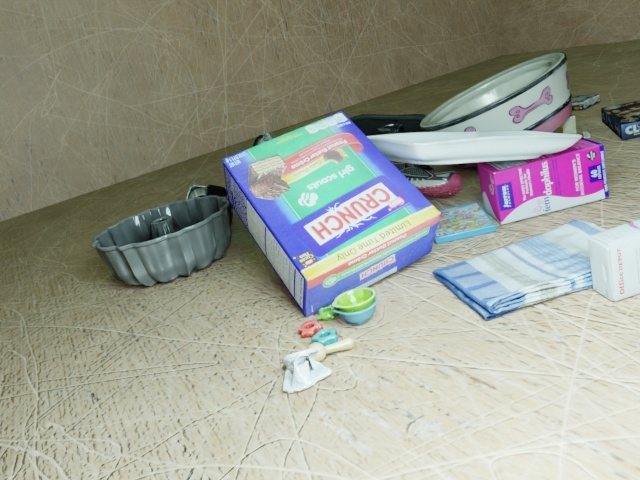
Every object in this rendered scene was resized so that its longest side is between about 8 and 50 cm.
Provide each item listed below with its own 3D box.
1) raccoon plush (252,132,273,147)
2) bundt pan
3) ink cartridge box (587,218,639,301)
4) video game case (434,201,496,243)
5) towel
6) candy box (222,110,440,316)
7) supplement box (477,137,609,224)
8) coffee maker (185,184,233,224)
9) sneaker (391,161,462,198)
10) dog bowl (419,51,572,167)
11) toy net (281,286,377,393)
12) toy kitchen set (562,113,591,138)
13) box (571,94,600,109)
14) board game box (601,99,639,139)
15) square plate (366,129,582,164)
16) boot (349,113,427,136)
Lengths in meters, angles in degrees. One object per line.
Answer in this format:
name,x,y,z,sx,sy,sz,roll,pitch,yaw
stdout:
raccoon plush,-0.013,-0.133,1.638,0.446,0.216,0.299,26,17,16
bundt pan,-0.358,0.006,1.456,0.330,0.124,0.331,-13,19,4
ink cartridge box,0.440,0.021,0.853,0.122,0.089,0.052,-17,19,-7
video game case,0.283,-0.039,1.266,0.119,0.015,0.166,-13,18,6
towel,0.344,0.036,0.976,0.284,0.034,0.209,-18,18,-7
candy box,0.010,-0.061,1.115,0.268,0.122,0.317,-26,57,-18
supplement box,0.441,-0.122,1.232,0.219,0.111,0.114,-15,18,3
coffee maker,-0.284,-0.093,1.693,0.171,0.120,0.178,-17,19,-8
sneaker,0.216,-0.172,1.474,0.120,0.112,0.299,11,8,-37
dog bowl,0.480,-0.338,1.651,0.407,0.150,0.408,-27,15,8
toy net,-0.005,0.141,0.919,0.122,0.045,0.232,-2,23,33
toy kitchen set,0.678,-0.306,1.637,0.068,0.075,0.083,-6,25,21
box,0.826,-0.450,2.018,0.093,0.027,0.137,-26,22,-27
board game box,0.847,-0.323,1.612,0.164,0.042,0.243,-9,19,16
square plate,0.257,-0.187,1.213,0.343,0.049,0.347,-6,12,-18
boot,0.127,-0.260,1.859,0.366,0.146,0.445,-7,24,27
